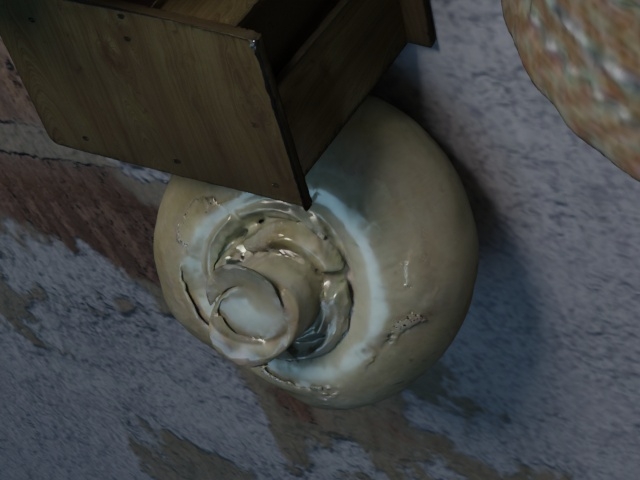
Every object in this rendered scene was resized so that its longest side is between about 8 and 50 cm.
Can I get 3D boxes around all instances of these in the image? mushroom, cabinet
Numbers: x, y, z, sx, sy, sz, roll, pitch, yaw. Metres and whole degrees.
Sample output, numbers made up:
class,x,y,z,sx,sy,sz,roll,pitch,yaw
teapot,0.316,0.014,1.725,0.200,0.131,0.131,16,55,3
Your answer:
class,x,y,z,sx,sy,sz,roll,pitch,yaw
mushroom,-0.013,0.015,1.016,0.246,0.202,0.246,13,121,23
cabinet,-0.066,-0.144,0.907,0.215,0.175,0.148,15,143,29

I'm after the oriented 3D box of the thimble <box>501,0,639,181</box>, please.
class,x,y,z,sx,sy,sz,roll,pitch,yaw
thimble,0.202,-0.129,0.653,0.229,0.196,0.148,55,156,30
